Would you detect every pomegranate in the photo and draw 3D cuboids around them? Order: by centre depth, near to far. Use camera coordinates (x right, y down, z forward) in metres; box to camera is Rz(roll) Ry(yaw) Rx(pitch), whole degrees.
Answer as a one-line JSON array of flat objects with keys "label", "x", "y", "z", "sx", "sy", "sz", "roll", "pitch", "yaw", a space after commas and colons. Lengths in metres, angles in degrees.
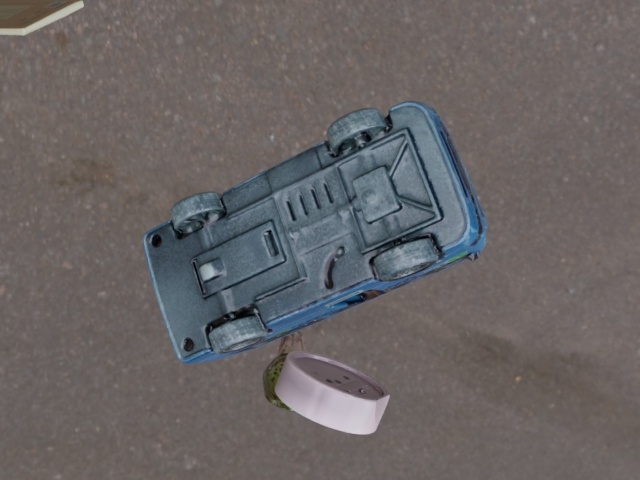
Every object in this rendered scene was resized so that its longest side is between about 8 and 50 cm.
[{"label": "pomegranate", "x": -0.067, "y": 0.273, "z": 1.790, "sx": 0.125, "sy": 0.163, "sz": 0.138, "roll": -22, "pitch": 159, "yaw": -11}]

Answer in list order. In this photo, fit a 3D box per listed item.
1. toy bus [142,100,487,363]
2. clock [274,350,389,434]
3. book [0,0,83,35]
[{"label": "toy bus", "x": 0.000, "y": 0.000, "z": 0.638, "sx": 0.246, "sy": 0.113, "sz": 0.134, "roll": -25, "pitch": 166, "yaw": 22}, {"label": "clock", "x": 0.020, "y": 0.268, "z": 1.531, "sx": 0.197, "sy": 0.197, "sz": 0.068, "roll": 17, "pitch": 99, "yaw": -34}, {"label": "book", "x": -0.384, "y": -0.266, "z": 1.019, "sx": 0.172, "sy": 0.118, "sz": 0.012, "roll": 7, "pitch": 122, "yaw": 20}]
